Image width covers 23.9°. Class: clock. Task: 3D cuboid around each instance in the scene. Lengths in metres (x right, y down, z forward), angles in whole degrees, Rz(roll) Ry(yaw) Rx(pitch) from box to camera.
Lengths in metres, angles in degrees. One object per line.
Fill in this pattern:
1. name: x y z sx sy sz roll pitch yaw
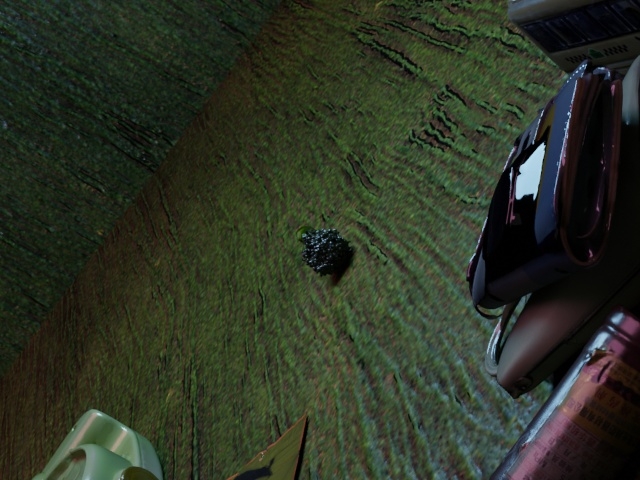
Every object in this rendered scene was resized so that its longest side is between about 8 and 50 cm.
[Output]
1. clock: -0.320 0.389 1.966 0.286 0.117 0.348 -56 17 0

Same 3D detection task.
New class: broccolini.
1. broccolini: -0.001 -0.002 1.966 0.058 0.067 0.216 -51 8 5

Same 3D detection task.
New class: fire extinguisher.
1. fire extinguisher: 0.176 0.169 1.117 0.252 0.075 0.106 -55 -11 4

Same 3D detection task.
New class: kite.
1. kite: -0.107 0.349 1.640 0.377 0.013 0.327 -58 18 -12

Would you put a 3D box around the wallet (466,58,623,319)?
1. wallet: 0.172 -0.038 1.195 0.231 0.069 0.170 132 153 -73

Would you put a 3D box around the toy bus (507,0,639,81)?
1. toy bus: 0.298 -0.232 1.375 0.139 0.157 0.289 -58 17 -9

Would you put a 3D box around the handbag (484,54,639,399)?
1. handbag: 0.211 0.001 1.275 0.315 0.109 0.241 -46 18 40
